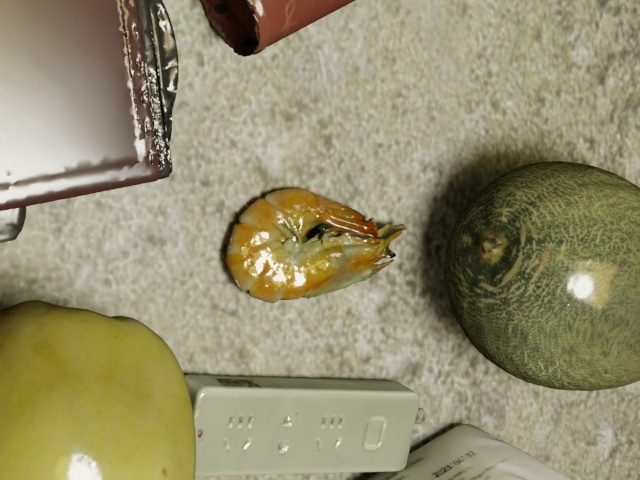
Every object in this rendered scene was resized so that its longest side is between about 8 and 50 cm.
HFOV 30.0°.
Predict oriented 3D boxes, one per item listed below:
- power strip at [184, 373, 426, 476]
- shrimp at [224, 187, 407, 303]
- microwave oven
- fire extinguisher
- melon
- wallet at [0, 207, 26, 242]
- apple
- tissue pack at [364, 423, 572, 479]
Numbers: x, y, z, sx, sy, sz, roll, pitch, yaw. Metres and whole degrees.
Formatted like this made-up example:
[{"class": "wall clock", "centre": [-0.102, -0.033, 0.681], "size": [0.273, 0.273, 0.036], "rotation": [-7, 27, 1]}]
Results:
[{"class": "power strip", "centre": [-0.018, 0.197, 1.284], "size": [0.338, 0.058, 0.098], "rotation": [6, 99, -34]}, {"class": "shrimp", "centre": [0.001, 0.000, 1.251], "size": [0.217, 0.051, 0.115], "rotation": [-9, 105, -28]}, {"class": "microwave oven", "centre": [-0.234, -0.153, 0.938], "size": [0.188, 0.178, 0.247], "rotation": [-16, 106, -35]}, {"class": "fire extinguisher", "centre": [0.031, -0.314, 1.164], "size": [0.337, 0.106, 0.147], "rotation": [-33, 93, -23]}, {"class": "melon", "centre": [0.284, 0.046, 1.328], "size": [0.329, 0.249, 0.248], "rotation": [19, 92, -38]}, {"class": "wallet", "centre": [-0.356, -0.154, 0.989], "size": [0.247, 0.041, 0.322], "rotation": [-1, 101, -34]}, {"class": "apple", "centre": [-0.231, 0.181, 1.038], "size": [0.262, 0.262, 0.262], "rotation": [-9, 107, -31]}, {"class": "tissue pack", "centre": [0.114, 0.377, 1.290], "size": [0.357, 0.266, 0.193], "rotation": [-25, 115, -24]}]
